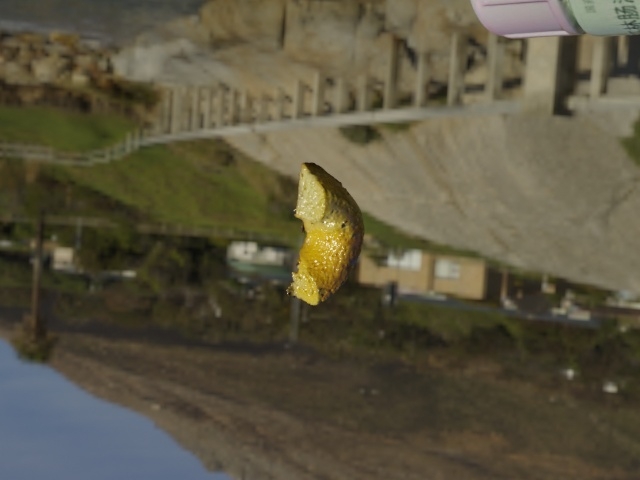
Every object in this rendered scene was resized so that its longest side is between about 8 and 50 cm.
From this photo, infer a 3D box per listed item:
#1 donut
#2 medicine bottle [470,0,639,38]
[{"bbox_3d":[0.000,0.000,0.839,0.067,0.083,0.038,35,175,-41],"label":"donut"},{"bbox_3d":[0.181,-0.190,0.773,0.169,0.135,0.135,2,-177,28],"label":"medicine bottle"}]
